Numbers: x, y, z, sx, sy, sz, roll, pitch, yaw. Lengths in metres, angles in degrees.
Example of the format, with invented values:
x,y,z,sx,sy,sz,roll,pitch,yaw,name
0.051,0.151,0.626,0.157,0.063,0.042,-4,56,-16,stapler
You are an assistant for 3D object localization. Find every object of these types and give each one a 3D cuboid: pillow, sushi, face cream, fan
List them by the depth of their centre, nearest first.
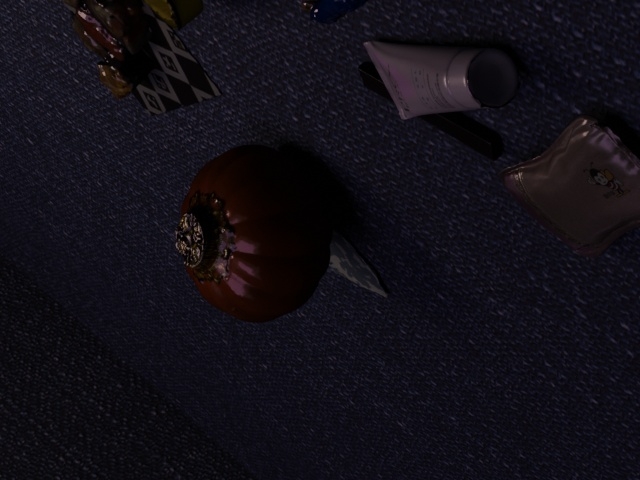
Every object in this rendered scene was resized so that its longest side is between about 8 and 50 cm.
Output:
x,y,z,sx,sy,sz,roll,pitch,yaw,name
0.253,-0.047,1.760,0.130,0.038,0.233,45,159,-4,pillow
0.113,-0.159,1.813,0.092,0.058,0.244,64,161,-14,face cream
-0.284,-0.269,2.427,0.294,0.059,0.292,51,161,-16,sushi
0.000,0.000,2.437,0.240,0.009,0.131,36,158,29,fan

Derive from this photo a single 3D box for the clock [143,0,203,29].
x,y,z,sx,sy,sz,roll,pitch,yaw,name
-0.221,-0.367,2.074,0.293,0.071,0.277,50,173,25,clock

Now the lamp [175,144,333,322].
x,y,z,sx,sy,sz,roll,pitch,yaw,name
-0.082,-0.009,2.307,0.223,0.196,0.223,11,103,52,lamp

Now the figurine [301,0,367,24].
x,y,z,sx,sy,sz,roll,pitch,yaw,name
0.000,-0.289,1.719,0.164,0.121,0.262,43,176,8,figurine

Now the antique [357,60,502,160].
x,y,z,sx,sy,sz,roll,pitch,yaw,name
0.112,-0.135,1.917,0.192,0.015,0.031,34,159,34,antique
